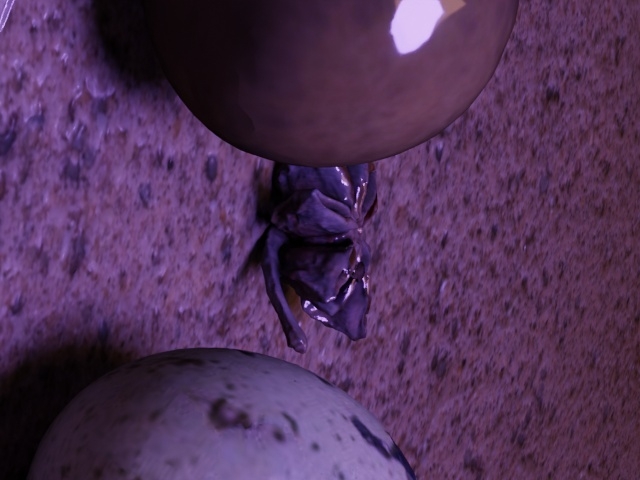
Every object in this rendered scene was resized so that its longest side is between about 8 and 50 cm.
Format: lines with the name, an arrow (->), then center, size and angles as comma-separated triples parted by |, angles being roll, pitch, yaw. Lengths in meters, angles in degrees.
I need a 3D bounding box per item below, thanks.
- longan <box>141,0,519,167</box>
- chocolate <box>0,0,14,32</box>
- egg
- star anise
longan -> 0.015, -0.196, 1.428 | 0.297, 0.297, 0.297 | -41, 138, -53
chocolate -> -0.230, -0.149, 1.122 | 0.185, 0.100, 0.303 | 166, -59, -87
egg -> -0.070, 0.226, 1.460 | 0.379, 0.288, 0.287 | 33, 71, -50
star anise -> -0.001, 0.000, 1.733 | 0.231, 0.089, 0.209 | -39, 124, -62
